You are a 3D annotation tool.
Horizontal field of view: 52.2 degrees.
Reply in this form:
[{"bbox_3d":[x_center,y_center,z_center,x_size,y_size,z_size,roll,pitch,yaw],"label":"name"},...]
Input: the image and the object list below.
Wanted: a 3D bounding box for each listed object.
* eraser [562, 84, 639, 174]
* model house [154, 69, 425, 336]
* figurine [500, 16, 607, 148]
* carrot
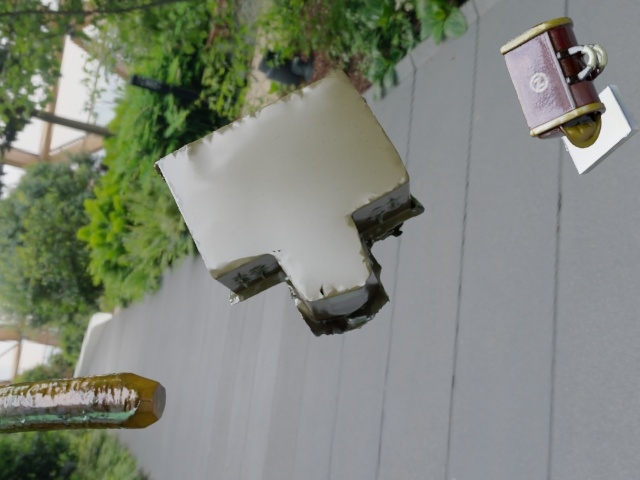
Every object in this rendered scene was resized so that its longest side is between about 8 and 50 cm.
[{"bbox_3d":[0.524,-0.206,1.236,0.150,0.023,0.104,124,135,-57],"label":"eraser"},{"bbox_3d":[0.000,0.000,0.587,0.176,0.180,0.248,64,-177,17],"label":"model house"},{"bbox_3d":[0.288,-0.181,0.754,0.098,0.082,0.155,-31,74,54],"label":"figurine"},{"bbox_3d":[-0.325,0.206,0.811,0.070,0.260,0.070,-6,-90,-87],"label":"carrot"}]
